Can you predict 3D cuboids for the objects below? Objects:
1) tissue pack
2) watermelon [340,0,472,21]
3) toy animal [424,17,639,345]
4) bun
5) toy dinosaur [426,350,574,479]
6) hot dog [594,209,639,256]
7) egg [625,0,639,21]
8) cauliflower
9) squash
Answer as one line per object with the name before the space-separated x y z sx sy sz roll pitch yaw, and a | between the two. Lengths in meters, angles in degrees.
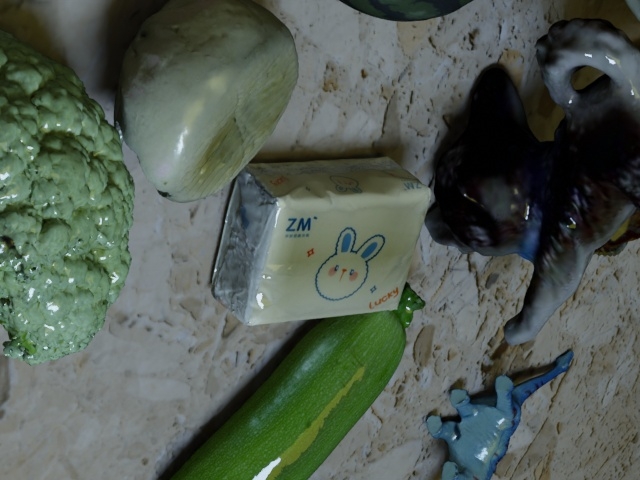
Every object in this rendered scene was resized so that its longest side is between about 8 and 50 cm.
tissue pack | 0.000 0.000 1.734 0.196 0.092 0.148 -4 120 -35
watermelon | 0.075 -0.294 1.526 0.212 0.212 0.212 -19 127 -28
toy animal | 0.239 -0.073 1.765 0.302 0.344 0.194 49 43 -24
bun | -0.115 -0.128 1.527 0.193 0.128 0.178 -52 163 -22
toy dinosaur | 0.181 0.228 2.037 0.329 0.076 0.144 -53 143 -13
hot dog | 0.361 -0.096 1.965 0.162 0.082 0.270 22 101 -45
egg | 0.474 -0.318 1.769 0.336 0.278 0.278 -17 126 -31
cauliflower | -0.289 -0.040 1.416 0.250 0.275 0.272 -20 156 15
squash | -0.034 0.194 1.822 0.395 0.107 0.107 -45 135 -6
